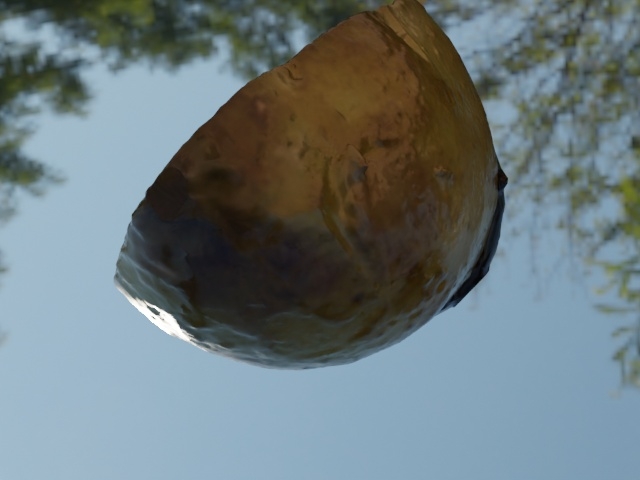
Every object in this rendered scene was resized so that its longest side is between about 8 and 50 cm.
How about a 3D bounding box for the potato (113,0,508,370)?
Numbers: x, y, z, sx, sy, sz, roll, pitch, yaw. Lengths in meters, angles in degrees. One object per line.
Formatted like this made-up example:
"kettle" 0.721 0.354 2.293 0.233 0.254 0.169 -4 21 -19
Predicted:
"potato" 0.000 0.000 0.366 0.066 0.096 0.103 41 -151 8
